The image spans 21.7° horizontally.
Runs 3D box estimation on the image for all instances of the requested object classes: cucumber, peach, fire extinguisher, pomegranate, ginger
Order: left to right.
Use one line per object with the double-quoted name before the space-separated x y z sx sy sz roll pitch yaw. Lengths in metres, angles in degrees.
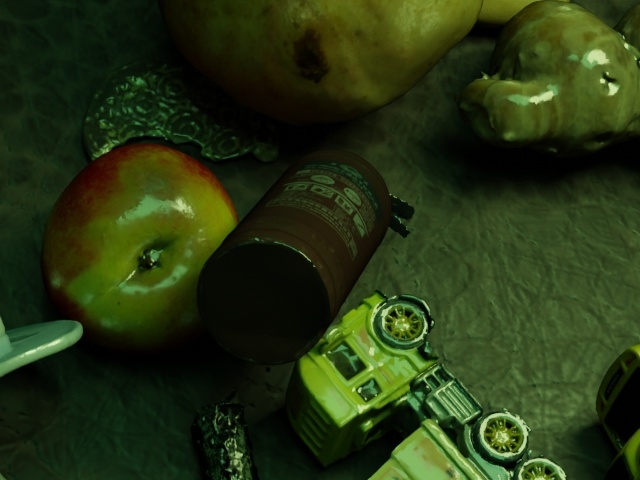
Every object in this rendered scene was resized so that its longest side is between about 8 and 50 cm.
"peach" -0.160 0.009 1.502 0.190 0.192 0.190 0 94 -4
"cucumber" -0.075 0.212 1.424 0.053 0.053 0.181 -5 60 -15
"fire extinguisher" 0.000 0.000 1.487 0.135 0.114 0.337 33 24 0
"pomegranate" 0.007 -0.273 1.623 0.343 0.342 0.342 6 56 -8
"ginger" 0.308 -0.170 1.697 0.375 0.176 0.256 -13 42 -18

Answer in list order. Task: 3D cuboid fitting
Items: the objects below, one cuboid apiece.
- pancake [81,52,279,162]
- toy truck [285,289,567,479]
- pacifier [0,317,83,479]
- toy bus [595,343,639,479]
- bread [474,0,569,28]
"pancake" -0.134 -0.115 1.648 0.190 0.020 0.184 28 55 9
"toy truck" 0.078 0.188 1.426 0.157 0.124 0.272 -31 69 -26
"pacifier" -0.312 0.159 1.344 0.287 0.238 0.225 -26 98 -63
"toy bus" 0.367 0.136 1.511 0.331 0.145 0.151 -29 65 -30
"bread" 0.179 -0.279 1.793 0.189 0.077 0.114 -1 75 -9
